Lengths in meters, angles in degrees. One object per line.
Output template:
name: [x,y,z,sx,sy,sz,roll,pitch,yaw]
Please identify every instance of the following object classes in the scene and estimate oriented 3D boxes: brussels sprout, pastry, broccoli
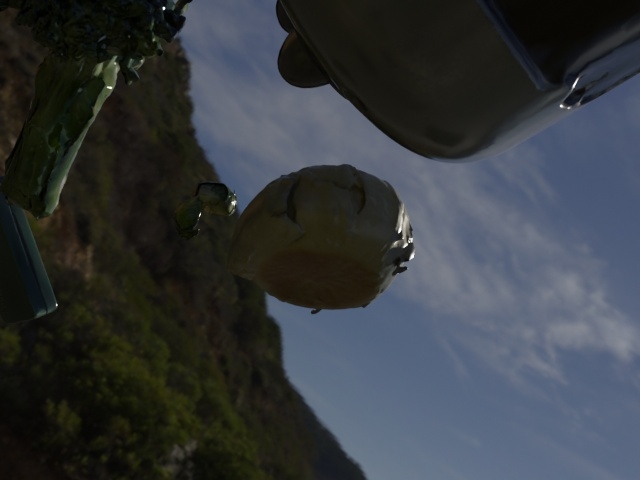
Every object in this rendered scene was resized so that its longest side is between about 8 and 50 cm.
brussels sprout: [-0.137,-0.038,1.079,0.051,0.083,0.046,49,-37,10]
pastry: [0.000,0.000,0.821,0.166,0.088,0.166,3,-35,2]
broccoli: [-0.242,-0.175,0.903,0.177,0.275,0.198,19,34,-17]

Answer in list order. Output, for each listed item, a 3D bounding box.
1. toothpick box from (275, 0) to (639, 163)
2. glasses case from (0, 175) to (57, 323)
toothpick box: [0.104,-0.177,0.464,0.229,0.316,0.229,47,23,-27]
glasses case: [-0.401,0.013,1.195,0.078,0.039,0.184,-13,-82,38]
